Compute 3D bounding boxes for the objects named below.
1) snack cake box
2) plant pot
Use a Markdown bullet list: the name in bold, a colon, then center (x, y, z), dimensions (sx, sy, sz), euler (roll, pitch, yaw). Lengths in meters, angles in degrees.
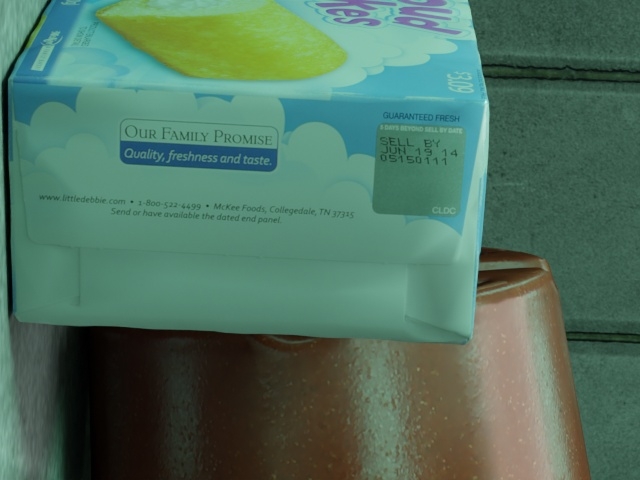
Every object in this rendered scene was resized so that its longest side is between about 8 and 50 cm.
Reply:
- **snack cake box**: center (-0.020, -0.058, 0.720), dimensions (0.264, 0.152, 0.089), euler (-88, 180, -68)
- **plant pot**: center (0.011, 0.146, 0.833), dimensions (0.272, 0.272, 0.265), euler (-85, 169, -84)
